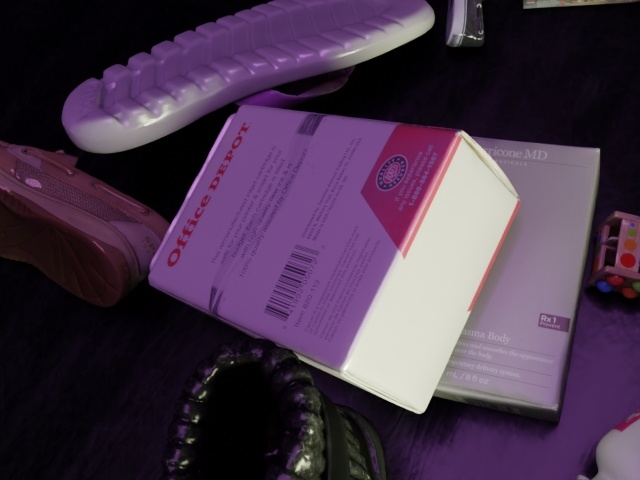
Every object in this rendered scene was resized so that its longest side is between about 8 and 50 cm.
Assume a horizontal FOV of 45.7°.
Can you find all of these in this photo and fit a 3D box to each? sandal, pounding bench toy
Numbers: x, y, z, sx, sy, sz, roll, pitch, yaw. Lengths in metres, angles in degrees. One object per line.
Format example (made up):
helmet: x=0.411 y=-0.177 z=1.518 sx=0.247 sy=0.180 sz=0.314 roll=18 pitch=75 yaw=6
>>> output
sandal: x=-0.073 y=-0.180 z=0.839 sx=0.416 sy=0.102 sz=0.169 roll=-20 pitch=42 yaw=-11
pounding bench toy: x=0.294 y=0.021 z=0.689 sx=0.083 sy=0.052 sz=0.065 roll=14 pitch=74 yaw=3

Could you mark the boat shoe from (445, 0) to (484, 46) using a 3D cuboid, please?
boat shoe: x=0.167 y=-0.276 z=0.847 sx=0.040 sy=0.049 sz=0.142 roll=10 pitch=73 yaw=-2

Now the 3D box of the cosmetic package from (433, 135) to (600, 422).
cosmetic package: x=0.175 y=0.033 z=0.691 sx=0.127 sy=0.107 sz=0.238 roll=7 pitch=74 yaw=21

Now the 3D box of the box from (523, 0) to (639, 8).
box: x=0.292 y=-0.303 z=0.830 sx=0.137 sy=0.027 sz=0.094 roll=2 pitch=68 yaw=16

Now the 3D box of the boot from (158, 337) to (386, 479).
boot: x=-0.007 y=0.262 z=0.561 sx=0.131 sy=0.260 sz=0.348 roll=-19 pitch=65 yaw=7

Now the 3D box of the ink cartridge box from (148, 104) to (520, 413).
ink cartridge box: x=0.000 y=0.000 z=0.682 sx=0.283 sy=0.117 sz=0.207 roll=17 pitch=76 yaw=46

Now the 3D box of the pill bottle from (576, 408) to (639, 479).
pill bottle: x=0.314 y=0.176 z=0.565 sx=0.283 sy=0.160 sz=0.160 roll=-36 pitch=65 yaw=-1

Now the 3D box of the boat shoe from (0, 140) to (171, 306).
boat shoe: x=-0.313 y=-0.042 z=0.856 sx=0.341 sy=0.122 sz=0.110 roll=29 pitch=42 yaw=20
